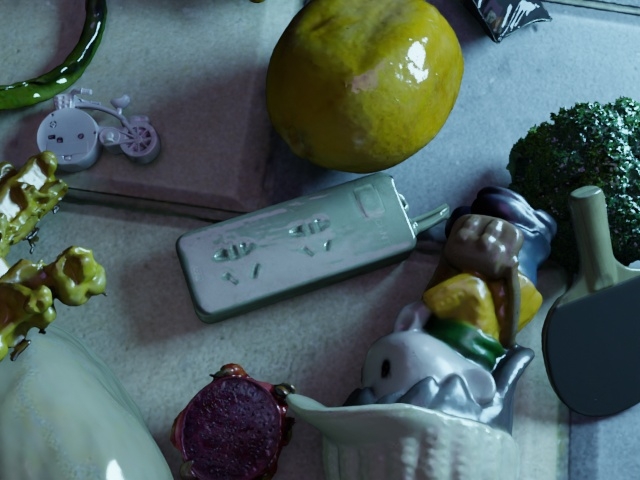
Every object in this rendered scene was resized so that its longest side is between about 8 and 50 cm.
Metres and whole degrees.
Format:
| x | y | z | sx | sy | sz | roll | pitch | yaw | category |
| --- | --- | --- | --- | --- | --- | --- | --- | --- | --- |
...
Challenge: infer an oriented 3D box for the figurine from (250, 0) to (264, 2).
| x | y | z | sx | sy | sz | roll | pitch | yaw | category |
| --- | --- | --- | --- | --- | --- | --- | --- | --- | --- |
| -0.077 | -0.364 | 0.881 | 0.287 | 0.176 | 0.186 | -5 | 115 | -23 | figurine |

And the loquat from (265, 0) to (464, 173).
| x | y | z | sx | sy | sz | roll | pitch | yaw | category |
| --- | --- | --- | --- | --- | --- | --- | --- | --- | --- |
| 0.047 | -0.166 | 0.816 | 0.187 | 0.176 | 0.234 | 35 | 62 | 7 | loquat |

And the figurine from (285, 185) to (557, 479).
| x | y | z | sx | sy | sz | roll | pitch | yaw | category |
| --- | --- | --- | --- | --- | --- | --- | --- | --- | --- |
| 0.129 | 0.120 | 0.734 | 0.204 | 0.185 | 0.332 | 44 | 66 | 3 | figurine |

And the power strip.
| x | y | z | sx | sy | sz | roll | pitch | yaw | category |
| --- | --- | --- | --- | --- | --- | --- | --- | --- | --- |
| 0.000 | 0.000 | 0.824 | 0.288 | 0.053 | 0.093 | -19 | 74 | -8 | power strip |

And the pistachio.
| x | y | z | sx | sy | sz | roll | pitch | yaw | category |
| --- | --- | --- | --- | --- | --- | --- | --- | --- | --- |
| -0.229 | 0.204 | 0.674 | 0.226 | 0.208 | 0.332 | 0 | 47 | -49 | pistachio |

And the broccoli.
| x | y | z | sx | sy | sz | roll | pitch | yaw | category |
| --- | --- | --- | --- | --- | --- | --- | --- | --- | --- |
| 0.285 | -0.056 | 0.818 | 0.195 | 0.156 | 0.195 | 5 | 106 | 19 | broccoli |

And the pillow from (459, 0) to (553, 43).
| x | y | z | sx | sy | sz | roll | pitch | yaw | category |
| --- | --- | --- | --- | --- | --- | --- | --- | --- | --- |
| 0.197 | -0.299 | 0.934 | 0.090 | 0.048 | 0.150 | -31 | 75 | -10 | pillow |

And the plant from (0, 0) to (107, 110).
| x | y | z | sx | sy | sz | roll | pitch | yaw | category |
| --- | --- | --- | --- | --- | --- | --- | --- | --- | --- |
| -0.366 | -0.153 | 0.795 | 0.333 | 0.180 | 0.251 | -14 | 84 | -12 | plant |

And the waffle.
| x | y | z | sx | sy | sz | roll | pitch | yaw | category |
| --- | --- | --- | --- | --- | --- | --- | --- | --- | --- |
| -0.324 | 0.038 | 0.711 | 0.260 | 0.069 | 0.293 | -29 | 34 | -6 | waffle |

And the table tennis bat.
| x | y | z | sx | sy | sz | roll | pitch | yaw | category |
| --- | --- | --- | --- | --- | --- | --- | --- | --- | --- |
| 0.272 | 0.064 | 0.764 | 0.138 | 0.022 | 0.246 | -21 | 112 | -5 | table tennis bat |

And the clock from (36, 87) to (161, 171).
| x | y | z | sx | sy | sz | roll | pitch | yaw | category |
| --- | --- | --- | --- | --- | --- | --- | --- | --- | --- |
| -0.235 | -0.117 | 0.852 | 0.129 | 0.041 | 0.087 | 1 | 76 | 2 | clock |

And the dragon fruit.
| x | y | z | sx | sy | sz | roll | pitch | yaw | category |
| --- | --- | --- | --- | --- | --- | --- | --- | --- | --- |
| -0.079 | 0.181 | 0.758 | 0.112 | 0.068 | 0.126 | 21 | 85 | 20 | dragon fruit |
